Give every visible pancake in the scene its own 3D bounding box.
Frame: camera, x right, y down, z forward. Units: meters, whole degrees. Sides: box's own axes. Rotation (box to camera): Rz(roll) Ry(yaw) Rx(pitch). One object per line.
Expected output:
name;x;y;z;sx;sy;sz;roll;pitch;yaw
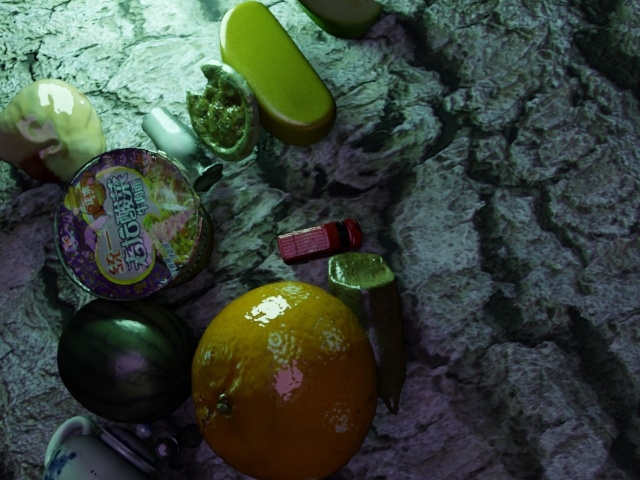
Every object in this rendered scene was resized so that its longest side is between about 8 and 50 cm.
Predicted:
pancake;-0.233;-0.300;1.648;0.253;0.037;0.254;21;123;37

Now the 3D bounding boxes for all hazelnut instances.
hazelnut;-0.663;-0.267;1.706;0.260;0.241;0.261;-3;100;-16

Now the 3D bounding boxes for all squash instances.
squash;0.018;-0.554;1.593;0.203;0.288;0.111;14;90;13

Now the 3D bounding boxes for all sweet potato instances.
sweet potato;0.114;0.204;1.566;0.157;0.158;0.370;-10;89;7

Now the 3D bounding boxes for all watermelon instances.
watermelon;-0.436;0.259;1.561;0.359;0.279;0.279;20;86;35

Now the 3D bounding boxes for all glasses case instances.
glasses case;-0.117;-0.384;1.668;0.173;0.141;0.371;-33;80;-13

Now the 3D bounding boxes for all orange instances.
orange;-0.084;0.295;1.449;0.423;0.326;0.424;2;93;47

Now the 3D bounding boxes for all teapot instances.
teapot;-0.476;0.524;1.564;0.423;0.252;0.280;19;62;38

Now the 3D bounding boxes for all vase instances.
vase;-0.319;0.457;1.581;0.059;0.167;0.059;-1;83;9

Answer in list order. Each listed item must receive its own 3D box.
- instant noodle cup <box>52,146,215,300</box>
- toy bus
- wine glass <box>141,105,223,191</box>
instant noodle cup;-0.392;-0.020;1.598;0.339;0.266;0.340;-1;82;9
toy bus;0.000;0.000;1.630;0.195;0.089;0.081;-13;82;6
wine glass;-0.338;-0.226;1.702;0.103;0.103;0.222;-42;78;1
